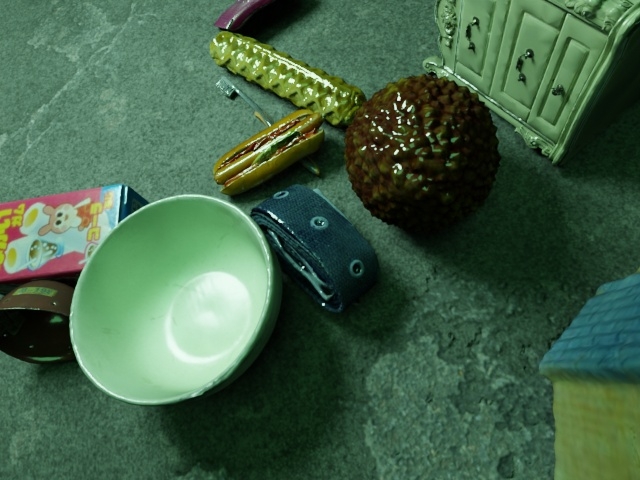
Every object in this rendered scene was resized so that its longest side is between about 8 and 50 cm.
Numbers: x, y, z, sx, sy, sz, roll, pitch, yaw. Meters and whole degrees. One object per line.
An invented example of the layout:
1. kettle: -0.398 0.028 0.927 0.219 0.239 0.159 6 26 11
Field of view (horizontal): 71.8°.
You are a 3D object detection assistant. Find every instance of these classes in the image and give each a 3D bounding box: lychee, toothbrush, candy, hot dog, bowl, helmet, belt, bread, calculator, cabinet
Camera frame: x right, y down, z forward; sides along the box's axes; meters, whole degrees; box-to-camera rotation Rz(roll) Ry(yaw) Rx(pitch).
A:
1. lychee: 0.147 -0.123 0.650 0.236 0.271 0.235 4 112 9
2. toothbrush: -0.103 -0.226 0.852 0.031 0.023 0.321 -46 67 0
3. candy: -0.472 0.003 0.802 0.306 0.100 0.157 -7 70 8
4. hot dog: -0.090 -0.160 0.785 0.236 0.062 0.092 -31 66 11
5. bowl: -0.197 0.093 0.677 0.308 0.163 0.306 -4 69 11
6. helmet: -0.447 0.123 0.740 0.175 0.154 0.106 1 43 1
7. belt: 0.000 0.000 0.693 0.129 0.122 0.218 -33 66 -29
8. bread: -0.069 -0.315 0.851 0.368 0.084 0.077 32 123 21
9. calculator: -0.136 -0.499 0.926 0.191 0.034 0.126 -36 35 -4
10. cabinet: 0.340 -0.339 0.663 0.227 0.290 0.318 -40 65 -7

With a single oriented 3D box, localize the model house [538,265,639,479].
1. model house: 0.480 0.169 0.435 0.383 0.334 0.342 7 73 3
